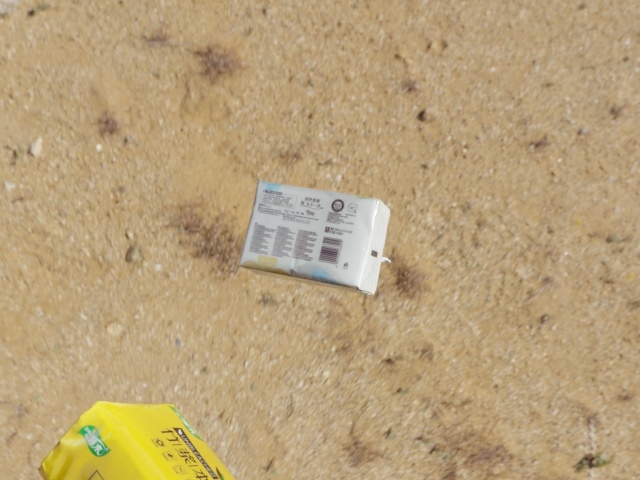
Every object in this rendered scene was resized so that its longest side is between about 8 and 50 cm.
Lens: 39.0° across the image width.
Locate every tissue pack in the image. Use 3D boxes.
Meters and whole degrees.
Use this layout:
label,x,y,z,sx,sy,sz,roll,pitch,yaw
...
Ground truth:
label,x,y,z,sx,sy,sz,roll,pitch,yaw
tissue pack,0.000,0.000,1.576,0.230,0.145,0.159,9,83,21
tissue pack,-0.303,0.507,1.728,0.382,0.293,0.228,44,100,27
